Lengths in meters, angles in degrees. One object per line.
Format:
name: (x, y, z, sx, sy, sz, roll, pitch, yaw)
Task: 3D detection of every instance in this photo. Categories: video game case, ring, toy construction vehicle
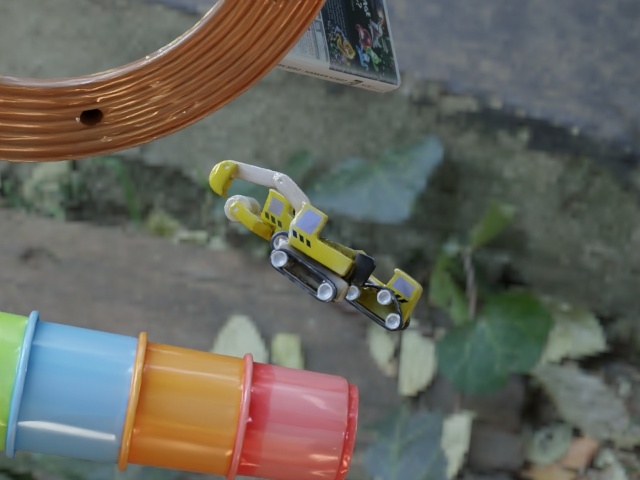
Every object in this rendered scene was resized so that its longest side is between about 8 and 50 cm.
video game case: (-0.012, -0.203, 1.254, 0.022, 0.190, 0.173, -17, -12, 32)
ring: (-0.144, -0.181, 1.011, 0.336, 0.336, 0.032, -6, 42, -12)
toy construction vehicle: (0.000, 0.000, 0.812, 0.098, 0.035, 0.086, 36, 5, 13)

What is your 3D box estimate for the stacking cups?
stacking cups: (-0.139, 0.089, 1.036, 0.316, 0.096, 0.096, 11, 33, -8)
